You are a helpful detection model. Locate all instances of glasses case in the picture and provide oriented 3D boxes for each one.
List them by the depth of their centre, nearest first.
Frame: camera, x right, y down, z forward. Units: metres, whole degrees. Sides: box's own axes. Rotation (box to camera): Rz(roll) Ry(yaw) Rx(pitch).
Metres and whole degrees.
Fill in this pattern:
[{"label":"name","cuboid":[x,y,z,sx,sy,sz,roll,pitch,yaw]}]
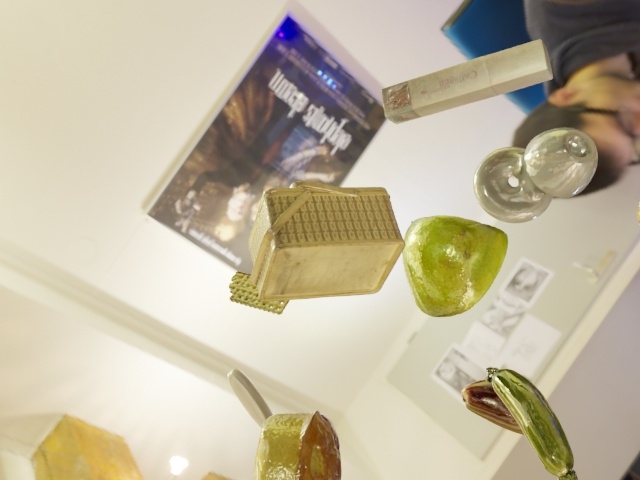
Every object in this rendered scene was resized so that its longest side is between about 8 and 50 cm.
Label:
[{"label":"glasses case","cuboid":[-0.191,0.438,1.951,0.193,0.049,0.074,55,-172,6]}]

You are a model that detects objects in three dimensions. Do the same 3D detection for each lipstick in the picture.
[{"label":"lipstick","cuboid":[0.324,-0.353,1.593,0.372,0.076,0.080,-13,168,26]}]

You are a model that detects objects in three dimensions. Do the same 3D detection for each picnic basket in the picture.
[{"label":"picnic basket","cuboid":[0.000,0.000,1.587,0.313,0.228,0.175,-3,-125,-19]}]

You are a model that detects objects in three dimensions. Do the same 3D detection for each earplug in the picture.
[{"label":"earplug","cuboid":[0.560,-0.177,1.844,0.175,0.326,0.214,5,-118,-59]}]

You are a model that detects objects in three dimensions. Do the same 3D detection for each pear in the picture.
[{"label":"pear","cuboid":[0.292,0.066,1.740,0.288,0.239,0.139,-1,161,41]}]

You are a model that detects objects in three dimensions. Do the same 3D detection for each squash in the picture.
[{"label":"squash","cuboid":[0.402,0.332,1.336,0.318,0.071,0.080,-117,6,-53]}]

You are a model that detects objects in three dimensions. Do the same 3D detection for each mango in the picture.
[{"label":"mango","cuboid":[0.548,0.484,2.077,0.268,0.133,0.111,23,141,13]}]

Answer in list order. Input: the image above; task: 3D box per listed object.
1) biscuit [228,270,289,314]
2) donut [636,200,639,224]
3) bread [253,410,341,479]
[{"label":"biscuit","cuboid":[-0.182,0.153,2.058,0.203,0.016,0.144,14,-144,14]},{"label":"donut","cuboid":[0.958,-0.084,1.922,0.162,0.178,0.065,21,-172,6]},{"label":"bread","cuboid":[-0.034,0.467,1.395,0.148,0.269,0.270,-3,167,15]}]
